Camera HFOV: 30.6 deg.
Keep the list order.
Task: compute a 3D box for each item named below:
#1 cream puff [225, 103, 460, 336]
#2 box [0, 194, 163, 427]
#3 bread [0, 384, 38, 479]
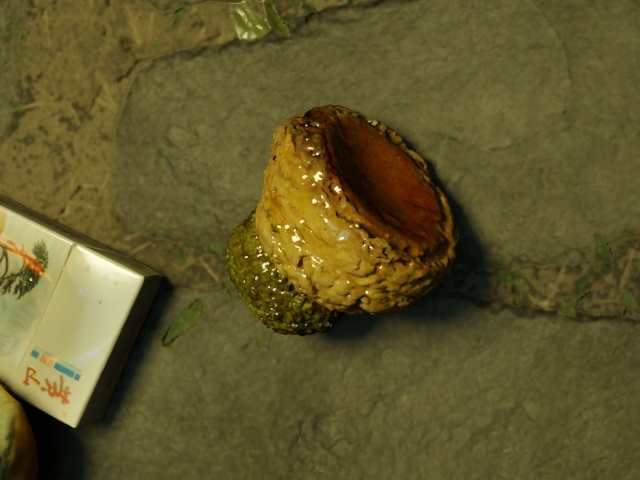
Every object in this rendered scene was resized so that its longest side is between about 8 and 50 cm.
[{"bbox_3d":[0.000,0.000,0.965,0.169,0.183,0.183,-43,82,31],"label":"cream puff"},{"bbox_3d":[-0.276,0.050,1.048,0.233,0.067,0.150,25,97,10],"label":"box"},{"bbox_3d":[-0.394,0.206,0.981,0.279,0.225,0.250,25,116,6],"label":"bread"}]
